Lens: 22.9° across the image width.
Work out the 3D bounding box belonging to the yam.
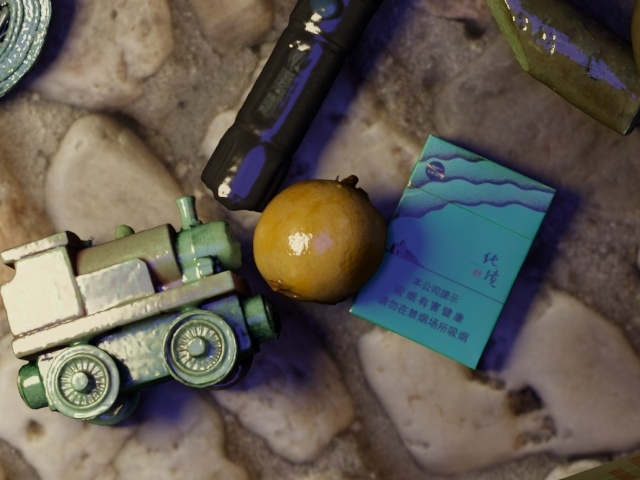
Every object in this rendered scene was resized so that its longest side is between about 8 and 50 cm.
[{"bbox_3d":[0.271,-0.225,1.792,0.259,0.106,0.106,36,88,4],"label":"yam"}]

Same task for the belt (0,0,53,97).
[{"bbox_3d":[-0.383,-0.249,1.830,0.163,0.082,0.147,-42,96,-4],"label":"belt"}]

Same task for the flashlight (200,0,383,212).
[{"bbox_3d":[-0.009,-0.223,1.808,0.103,0.103,0.424,29,89,4],"label":"flashlight"}]

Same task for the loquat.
[{"bbox_3d":[0.000,0.000,1.764,0.137,0.163,0.163,40,89,-14],"label":"loquat"}]

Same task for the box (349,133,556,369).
[{"bbox_3d":[0.150,0.013,1.810,0.161,0.042,0.226,25,88,3],"label":"box"}]

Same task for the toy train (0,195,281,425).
[{"bbox_3d":[-0.205,0.080,1.775,0.304,0.150,0.221,-17,79,3],"label":"toy train"}]

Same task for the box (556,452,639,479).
[{"bbox_3d":[0.248,0.319,1.710,0.310,0.198,0.084,-18,88,0],"label":"box"}]

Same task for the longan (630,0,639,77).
[{"bbox_3d":[0.440,-0.211,1.674,0.215,0.246,0.246,-9,85,-28],"label":"longan"}]
